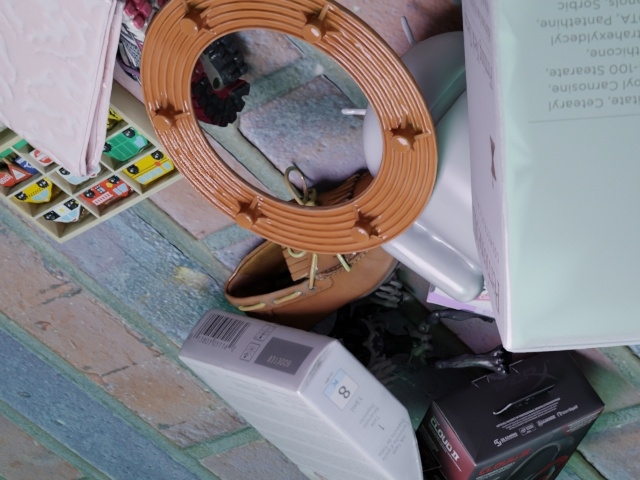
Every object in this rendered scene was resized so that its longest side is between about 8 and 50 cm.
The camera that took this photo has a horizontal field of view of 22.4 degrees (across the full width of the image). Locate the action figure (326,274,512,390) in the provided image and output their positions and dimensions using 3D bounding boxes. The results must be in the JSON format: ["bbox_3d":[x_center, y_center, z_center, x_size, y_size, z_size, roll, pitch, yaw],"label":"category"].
[{"bbox_3d":[0.097,0.123,2.049,0.275,0.164,0.141,-8,162,14],"label":"action figure"}]

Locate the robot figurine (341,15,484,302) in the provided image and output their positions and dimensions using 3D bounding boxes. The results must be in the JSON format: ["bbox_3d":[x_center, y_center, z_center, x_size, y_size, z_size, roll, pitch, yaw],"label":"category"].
[{"bbox_3d":[0.189,-0.082,1.684,0.353,0.200,0.300,38,99,13],"label":"robot figurine"}]

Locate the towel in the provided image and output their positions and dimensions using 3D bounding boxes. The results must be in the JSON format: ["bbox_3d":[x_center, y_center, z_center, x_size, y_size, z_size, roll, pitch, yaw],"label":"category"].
[{"bbox_3d":[-0.353,-0.254,1.728,0.332,0.053,0.317,37,144,10],"label":"towel"}]

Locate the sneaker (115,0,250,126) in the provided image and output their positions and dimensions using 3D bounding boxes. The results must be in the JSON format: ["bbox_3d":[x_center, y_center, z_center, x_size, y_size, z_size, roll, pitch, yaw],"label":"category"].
[{"bbox_3d":[-0.190,-0.236,1.736,0.112,0.121,0.299,6,138,34],"label":"sneaker"}]

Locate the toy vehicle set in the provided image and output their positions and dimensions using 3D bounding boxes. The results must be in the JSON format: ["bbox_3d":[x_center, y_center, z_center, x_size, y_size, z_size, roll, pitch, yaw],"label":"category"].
[{"bbox_3d":[-0.298,-0.099,2.000,0.266,0.035,0.166,-25,126,39],"label":"toy vehicle set"}]

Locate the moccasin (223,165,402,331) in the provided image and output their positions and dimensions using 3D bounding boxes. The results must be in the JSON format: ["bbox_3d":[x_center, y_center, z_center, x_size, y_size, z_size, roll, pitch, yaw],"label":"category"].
[{"bbox_3d":[0.000,-0.003,1.955,0.147,0.139,0.380,21,151,-22],"label":"moccasin"}]

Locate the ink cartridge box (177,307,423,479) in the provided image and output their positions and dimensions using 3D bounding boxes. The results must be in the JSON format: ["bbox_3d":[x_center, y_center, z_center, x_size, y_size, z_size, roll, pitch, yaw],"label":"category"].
[{"bbox_3d":[0.032,0.247,2.067,0.385,0.091,0.308,44,161,-28],"label":"ink cartridge box"}]

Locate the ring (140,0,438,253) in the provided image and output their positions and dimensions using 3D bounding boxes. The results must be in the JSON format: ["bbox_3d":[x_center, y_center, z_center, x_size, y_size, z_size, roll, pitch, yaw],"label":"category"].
[{"bbox_3d":[-0.041,-0.116,1.636,0.336,0.032,0.337,17,134,18],"label":"ring"}]

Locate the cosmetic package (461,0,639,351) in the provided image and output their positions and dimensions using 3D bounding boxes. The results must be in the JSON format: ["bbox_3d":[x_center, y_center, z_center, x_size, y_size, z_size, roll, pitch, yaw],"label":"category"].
[{"bbox_3d":[0.290,-0.154,1.351,0.327,0.329,0.394,-4,109,2],"label":"cosmetic package"}]

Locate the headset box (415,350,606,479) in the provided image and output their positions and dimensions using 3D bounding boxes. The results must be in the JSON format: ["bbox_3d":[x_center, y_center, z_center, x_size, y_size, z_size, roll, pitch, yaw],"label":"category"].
[{"bbox_3d":[0.228,0.272,2.132,0.218,0.110,0.293,-20,151,-28],"label":"headset box"}]

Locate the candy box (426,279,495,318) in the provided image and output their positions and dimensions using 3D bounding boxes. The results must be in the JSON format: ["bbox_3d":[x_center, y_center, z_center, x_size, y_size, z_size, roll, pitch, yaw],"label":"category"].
[{"bbox_3d":[0.219,-0.005,1.817,0.164,0.196,0.070,15,143,0],"label":"candy box"}]
